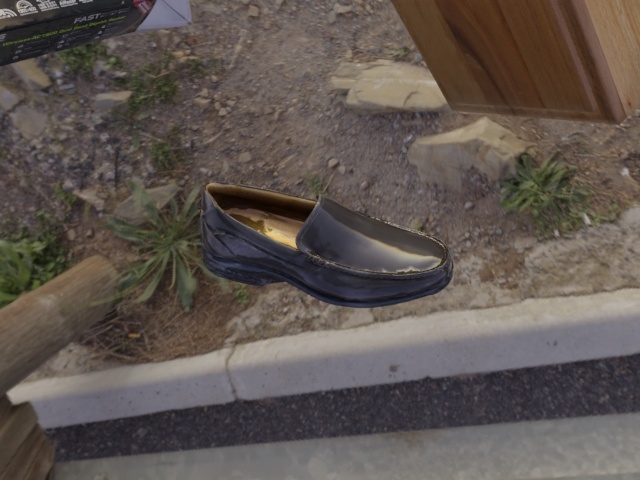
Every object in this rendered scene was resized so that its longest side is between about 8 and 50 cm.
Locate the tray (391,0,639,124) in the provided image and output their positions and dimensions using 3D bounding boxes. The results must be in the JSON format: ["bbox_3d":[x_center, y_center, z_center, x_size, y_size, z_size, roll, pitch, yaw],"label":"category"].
[{"bbox_3d":[0.098,-0.273,0.424,0.076,0.203,0.411,-47,121,-9],"label":"tray"}]

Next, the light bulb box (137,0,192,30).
[{"bbox_3d":[-0.364,-0.322,0.572,0.358,0.361,0.225,-13,113,-25],"label":"light bulb box"}]

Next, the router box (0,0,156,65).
[{"bbox_3d":[-0.163,-0.149,0.291,0.038,0.122,0.092,-26,100,46],"label":"router box"}]

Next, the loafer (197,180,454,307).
[{"bbox_3d":[0.000,0.000,0.351,0.170,0.062,0.061,5,136,9],"label":"loafer"}]
